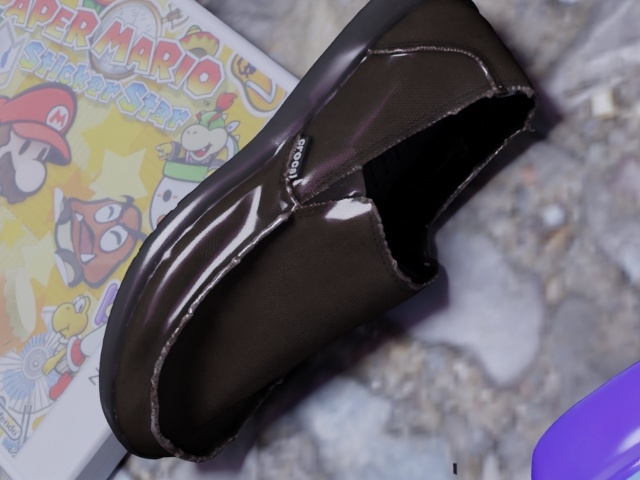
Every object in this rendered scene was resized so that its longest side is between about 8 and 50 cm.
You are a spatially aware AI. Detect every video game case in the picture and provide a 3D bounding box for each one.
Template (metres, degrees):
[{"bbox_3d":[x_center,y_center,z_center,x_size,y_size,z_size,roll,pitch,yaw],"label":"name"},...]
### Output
[{"bbox_3d":[-0.116,-0.023,0.781,0.227,0.026,0.206,40,94,38],"label":"video game case"}]

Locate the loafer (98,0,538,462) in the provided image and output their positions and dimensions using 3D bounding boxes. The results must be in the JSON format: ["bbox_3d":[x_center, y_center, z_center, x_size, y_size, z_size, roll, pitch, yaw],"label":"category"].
[{"bbox_3d":[0.000,0.000,0.661,0.078,0.080,0.220,38,94,38],"label":"loafer"}]

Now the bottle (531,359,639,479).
[{"bbox_3d":[0.163,0.155,0.484,0.118,0.092,0.283,-35,56,16],"label":"bottle"}]
